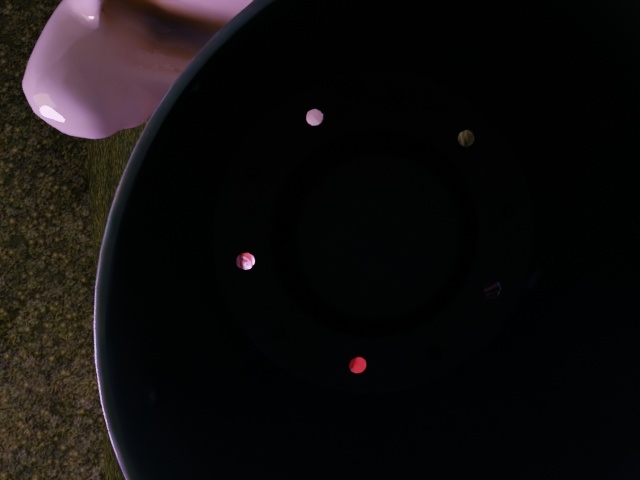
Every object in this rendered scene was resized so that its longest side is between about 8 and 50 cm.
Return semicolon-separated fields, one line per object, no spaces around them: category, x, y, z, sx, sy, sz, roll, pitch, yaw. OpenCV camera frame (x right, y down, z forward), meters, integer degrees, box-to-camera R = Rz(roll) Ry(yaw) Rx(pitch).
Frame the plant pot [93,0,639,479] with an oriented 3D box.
plant pot;0.048;0.012;0.598;0.235;0.293;0.293;-133;44;-78

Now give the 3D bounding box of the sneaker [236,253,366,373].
sneaker;-0.001;0.001;0.917;0.270;0.145;0.090;99;-162;-49

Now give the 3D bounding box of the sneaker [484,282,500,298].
sneaker;0.091;0.077;0.762;0.227;0.087;0.130;-108;17;-59

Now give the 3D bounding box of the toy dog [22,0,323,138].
toy dog;-0.011;-0.300;0.875;0.408;0.284;0.395;109;173;-46
